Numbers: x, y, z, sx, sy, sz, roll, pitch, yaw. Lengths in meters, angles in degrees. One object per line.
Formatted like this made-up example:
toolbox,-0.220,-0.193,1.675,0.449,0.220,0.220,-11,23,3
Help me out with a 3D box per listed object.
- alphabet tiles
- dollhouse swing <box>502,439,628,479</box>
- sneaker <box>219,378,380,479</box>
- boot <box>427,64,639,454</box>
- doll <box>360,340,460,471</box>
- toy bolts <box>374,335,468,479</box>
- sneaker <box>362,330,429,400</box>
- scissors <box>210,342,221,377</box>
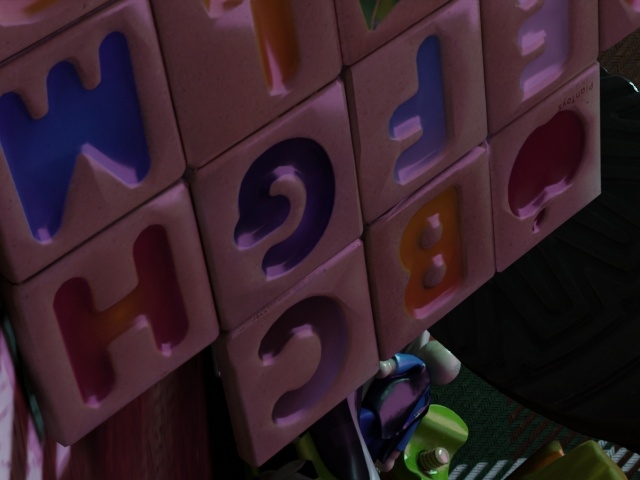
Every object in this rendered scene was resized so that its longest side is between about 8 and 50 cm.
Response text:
alphabet tiles,0.018,-0.105,0.408,0.011,0.285,0.342,29,-38,37
dollhouse swing,0.131,0.331,0.755,0.305,0.315,0.347,47,4,-1
sneaker,-0.027,0.084,0.778,0.097,0.084,0.234,48,26,-41
boot,0.158,0.050,0.898,0.367,0.146,0.445,45,0,40
doll,0.049,0.148,1.236,0.189,0.046,0.129,-48,147,-31
toy bolts,0.029,0.152,1.508,0.218,0.158,0.228,32,49,-32
sneaker,0.028,-0.028,1.359,0.148,0.131,0.350,11,72,-83
scissors,-0.066,-0.088,0.755,0.109,0.021,0.297,84,2,-62
